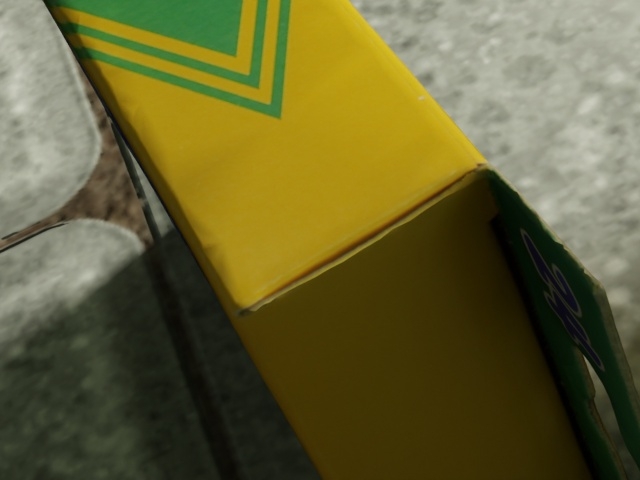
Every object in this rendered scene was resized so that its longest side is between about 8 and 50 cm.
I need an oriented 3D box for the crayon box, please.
[{"bbox_3d":[0.000,0.000,0.566,0.083,0.203,0.323,-31,44,-4],"label":"crayon box"}]
